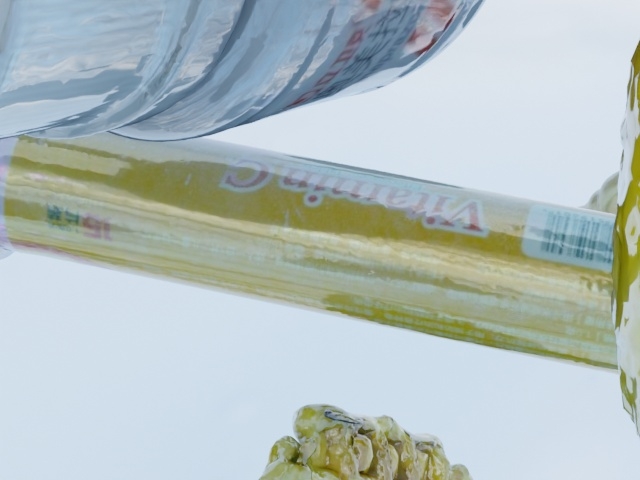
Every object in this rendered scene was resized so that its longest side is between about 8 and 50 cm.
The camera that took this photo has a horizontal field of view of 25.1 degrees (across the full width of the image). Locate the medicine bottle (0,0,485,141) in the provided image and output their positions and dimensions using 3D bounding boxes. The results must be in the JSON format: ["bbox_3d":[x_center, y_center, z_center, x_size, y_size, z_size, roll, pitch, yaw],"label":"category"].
[{"bbox_3d":[-0.079,-0.166,0.655,0.306,0.245,0.245,-21,149,-46],"label":"medicine bottle"}]

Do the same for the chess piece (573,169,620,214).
[{"bbox_3d":[0.238,-0.018,1.040,0.090,0.090,0.200,15,141,-41],"label":"chess piece"}]

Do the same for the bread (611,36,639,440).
[{"bbox_3d":[0.167,-0.019,0.394,0.197,0.170,0.197,-15,108,-54],"label":"bread"}]

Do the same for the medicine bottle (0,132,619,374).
[{"bbox_3d":[0.000,0.000,0.854,0.426,0.108,0.108,12,141,12],"label":"medicine bottle"}]

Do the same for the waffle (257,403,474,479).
[{"bbox_3d":[0.043,0.220,0.922,0.060,0.262,0.280,-15,113,29],"label":"waffle"}]
